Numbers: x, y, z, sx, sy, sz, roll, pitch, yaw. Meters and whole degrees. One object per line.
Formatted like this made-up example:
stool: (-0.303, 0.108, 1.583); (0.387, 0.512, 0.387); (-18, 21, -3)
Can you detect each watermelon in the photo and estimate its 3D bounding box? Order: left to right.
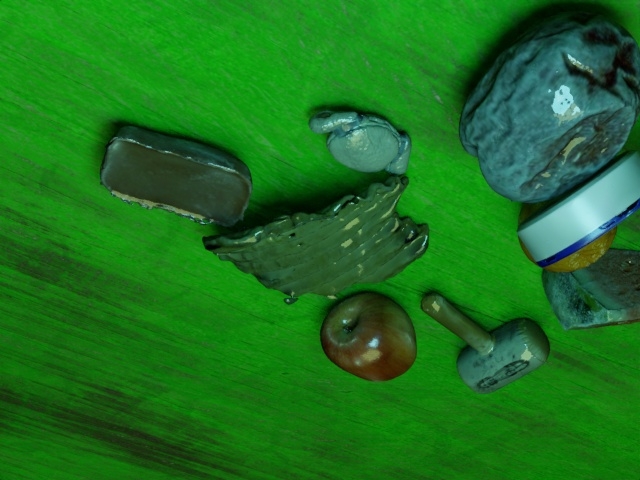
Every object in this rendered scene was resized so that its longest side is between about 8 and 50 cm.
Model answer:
watermelon: (0.575, 0.092, 2.155); (0.256, 0.193, 0.140); (-9, 142, -15)

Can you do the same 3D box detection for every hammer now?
hammer: (0.306, 0.190, 2.294); (0.305, 0.113, 0.202); (35, 124, -29)

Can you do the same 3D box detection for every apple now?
apple: (0.103, 0.192, 2.232); (0.199, 0.199, 0.199); (-2, 139, -1)

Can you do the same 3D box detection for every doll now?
doll: (0.074, -0.162, 1.886); (0.214, 0.072, 0.103); (24, 135, -34)

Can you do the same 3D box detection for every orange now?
orange: (0.433, -0.027, 2.003); (0.177, 0.155, 0.178); (-6, 155, -3)

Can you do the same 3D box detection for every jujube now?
jujube: (0.353, -0.210, 1.739); (0.246, 0.215, 0.308); (16, 132, -36)

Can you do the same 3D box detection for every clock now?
clock: (0.421, -0.052, 1.799); (0.230, 0.230, 0.083); (-38, 89, 33)

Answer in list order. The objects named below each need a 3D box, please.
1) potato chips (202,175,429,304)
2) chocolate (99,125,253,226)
potato chips: (-0.008, 0.003, 2.044); (0.389, 0.097, 0.373); (-15, 154, 11)
chocolate: (-0.238, -0.119, 1.911); (0.261, 0.083, 0.161); (17, 140, -14)
